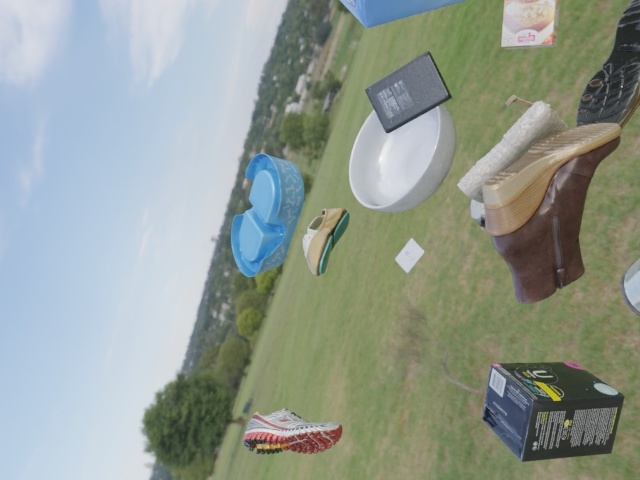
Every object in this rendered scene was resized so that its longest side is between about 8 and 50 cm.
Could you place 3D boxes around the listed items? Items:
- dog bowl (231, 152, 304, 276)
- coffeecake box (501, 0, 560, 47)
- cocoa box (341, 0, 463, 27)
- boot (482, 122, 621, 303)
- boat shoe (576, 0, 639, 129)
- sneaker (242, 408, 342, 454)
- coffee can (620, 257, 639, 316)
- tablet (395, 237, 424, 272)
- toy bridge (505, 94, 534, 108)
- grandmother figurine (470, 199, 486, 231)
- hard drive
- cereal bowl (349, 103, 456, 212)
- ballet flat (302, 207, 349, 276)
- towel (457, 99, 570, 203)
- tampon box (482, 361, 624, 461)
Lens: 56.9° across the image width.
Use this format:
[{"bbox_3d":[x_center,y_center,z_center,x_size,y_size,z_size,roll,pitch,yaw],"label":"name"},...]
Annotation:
[{"bbox_3d":[-0.119,-0.054,1.335,0.166,0.074,0.297,52,134,40],"label":"dog bowl"},{"bbox_3d":[0.599,-0.646,1.680,0.068,0.142,0.186,-16,-71,-56],"label":"coffeecake box"},{"bbox_3d":[0.211,-0.651,1.299,0.231,0.347,0.228,-113,7,-48],"label":"cocoa box"},{"bbox_3d":[0.365,-0.043,0.893,0.207,0.248,0.090,64,171,-21],"label":"boot"},{"bbox_3d":[0.668,-0.350,1.255,0.122,0.119,0.324,40,110,53],"label":"boat shoe"},{"bbox_3d":[-0.062,0.417,1.322,0.093,0.225,0.088,-80,-18,-46],"label":"sneaker"},{"bbox_3d":[0.969,0.095,1.603,0.275,0.201,0.202,73,-149,-67],"label":"coffee can"},{"bbox_3d":[0.238,0.041,1.581,0.006,0.054,0.083,-8,-39,-48],"label":"tablet"},{"bbox_3d":[0.655,-0.380,1.797,0.063,0.188,0.026,-39,-16,-32],"label":"toy bridge"},{"bbox_3d":[0.538,-0.029,1.714,0.207,0.342,0.104,14,65,54],"label":"grandmother figurine"},{"bbox_3d":[0.160,-0.270,1.082,0.135,0.094,0.022,-26,-2,24],"label":"hard drive"},{"bbox_3d":[0.236,-0.227,1.593,0.339,0.141,0.339,-26,55,44],"label":"cereal bowl"},{"bbox_3d":[0.000,0.000,1.253,0.232,0.073,0.080,-59,-22,-57],"label":"ballet flat"},{"bbox_3d":[0.354,-0.134,1.024,0.187,0.049,0.282,-49,-29,19],"label":"towel"},{"bbox_3d":[0.356,0.259,0.918,0.120,0.161,0.102,-136,49,-69],"label":"tampon box"}]
